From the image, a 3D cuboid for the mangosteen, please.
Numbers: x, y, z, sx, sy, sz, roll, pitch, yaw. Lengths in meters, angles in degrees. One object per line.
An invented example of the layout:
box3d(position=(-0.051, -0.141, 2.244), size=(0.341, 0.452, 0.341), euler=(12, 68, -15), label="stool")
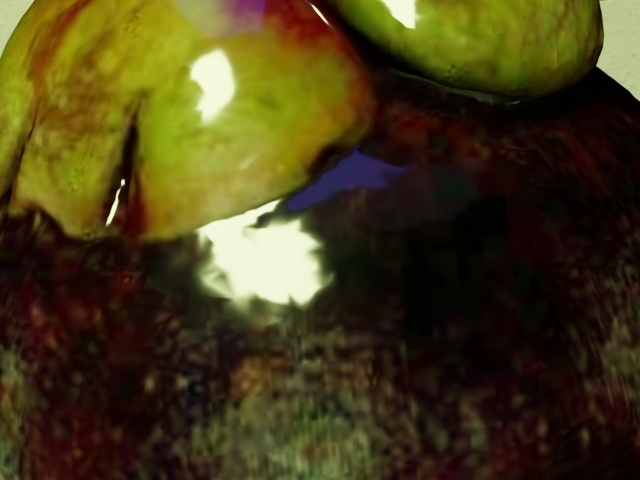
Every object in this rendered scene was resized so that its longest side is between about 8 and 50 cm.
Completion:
box3d(position=(0.000, 0.000, 0.523), size=(0.382, 0.435, 0.382), euler=(-6, 5, 1), label="mangosteen")
